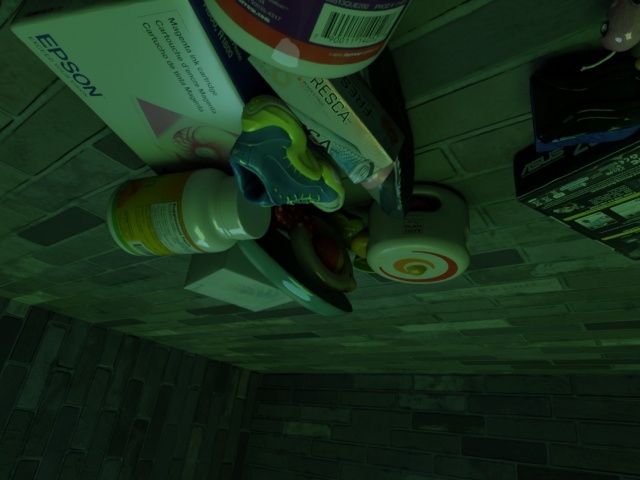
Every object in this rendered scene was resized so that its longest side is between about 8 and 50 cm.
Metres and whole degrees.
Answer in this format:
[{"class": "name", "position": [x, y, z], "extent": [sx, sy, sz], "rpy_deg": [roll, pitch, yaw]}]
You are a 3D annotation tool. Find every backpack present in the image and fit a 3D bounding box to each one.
[{"class": "backpack", "position": [0.321, -0.164, 0.509], "extent": [0.120, 0.097, 0.101], "rpy_deg": [-6, 179, 26]}]

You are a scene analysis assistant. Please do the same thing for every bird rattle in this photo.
[{"class": "bird rattle", "position": [0.000, 0.000, 0.823], "extent": [0.143, 0.207, 0.253], "rpy_deg": [-29, 149, 16]}]

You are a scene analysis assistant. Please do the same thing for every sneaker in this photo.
[{"class": "sneaker", "position": [-0.052, -0.084, 0.607], "extent": [0.091, 0.126, 0.240], "rpy_deg": [18, 161, 39]}, {"class": "sneaker", "position": [0.058, -0.144, 0.618], "extent": [0.131, 0.112, 0.319], "rpy_deg": [3, 148, 25]}]

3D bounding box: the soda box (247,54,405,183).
[{"class": "soda box", "position": [0.011, -0.153, 0.462], "extent": [0.063, 0.058, 0.183], "rpy_deg": [-25, 116, 42]}]

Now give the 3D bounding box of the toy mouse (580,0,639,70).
[{"class": "toy mouse", "position": [0.332, -0.224, 0.400], "extent": [0.161, 0.031, 0.143], "rpy_deg": [-19, 126, 12]}]

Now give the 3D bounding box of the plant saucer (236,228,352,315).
[{"class": "plant saucer", "position": [-0.066, 0.049, 0.860], "extent": [0.318, 0.043, 0.317], "rpy_deg": [40, -175, -4]}]

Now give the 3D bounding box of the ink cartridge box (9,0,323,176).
[{"class": "ink cartridge box", "position": [-0.165, -0.201, 0.594], "extent": [0.330, 0.071, 0.324], "rpy_deg": [0, 153, 17]}]

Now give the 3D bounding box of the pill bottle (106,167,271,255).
[{"class": "pill bottle", "position": [-0.213, -0.046, 0.701], "extent": [0.246, 0.136, 0.136], "rpy_deg": [-3, 152, 23]}]

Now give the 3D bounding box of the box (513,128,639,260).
[{"class": "box", "position": [0.526, -0.110, 0.557], "extent": [0.318, 0.097, 0.395], "rpy_deg": [21, 151, -21]}]

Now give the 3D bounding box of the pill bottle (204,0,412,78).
[{"class": "pill bottle", "position": [0.028, -0.274, 0.262], "extent": [0.182, 0.181, 0.323], "rpy_deg": [15, 152, -15]}]

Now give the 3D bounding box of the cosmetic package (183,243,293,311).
[{"class": "cosmetic package", "position": [-0.189, 0.075, 1.081], "extent": [0.225, 0.138, 0.224], "rpy_deg": [26, 148, -31]}]

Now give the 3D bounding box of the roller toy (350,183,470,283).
[{"class": "roller toy", "position": [0.183, -0.002, 0.809], "extent": [0.209, 0.146, 0.191], "rpy_deg": [21, 151, -23]}]

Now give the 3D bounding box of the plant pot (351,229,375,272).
[{"class": "plant pot", "position": [0.115, 0.020, 0.950], "extent": [0.083, 0.079, 0.083], "rpy_deg": [6, 155, 3]}]
